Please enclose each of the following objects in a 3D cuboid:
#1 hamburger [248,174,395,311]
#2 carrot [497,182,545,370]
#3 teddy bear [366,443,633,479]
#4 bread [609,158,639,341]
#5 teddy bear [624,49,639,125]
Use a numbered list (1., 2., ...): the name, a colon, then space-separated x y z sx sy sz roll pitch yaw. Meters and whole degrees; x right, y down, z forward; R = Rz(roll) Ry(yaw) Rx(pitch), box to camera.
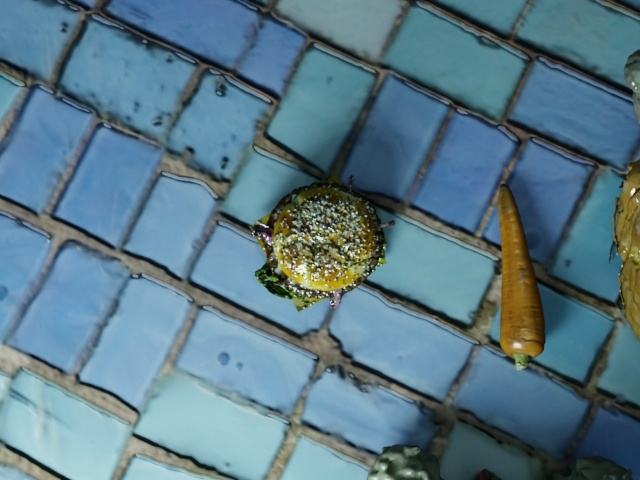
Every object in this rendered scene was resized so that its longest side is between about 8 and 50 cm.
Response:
1. hamburger: -0.002 0.004 1.339 0.189 0.093 0.164 -42 89 -2
2. carrot: 0.267 0.048 1.372 0.061 0.061 0.256 -2 77 -2
3. teddy bear: 0.224 0.397 1.190 0.357 0.367 0.224 4 99 3
4. bread: 0.477 0.015 1.332 0.160 0.147 0.260 3 86 1
5. teddy bear: 0.537 -0.216 1.345 0.267 0.151 0.236 -38 86 -5
